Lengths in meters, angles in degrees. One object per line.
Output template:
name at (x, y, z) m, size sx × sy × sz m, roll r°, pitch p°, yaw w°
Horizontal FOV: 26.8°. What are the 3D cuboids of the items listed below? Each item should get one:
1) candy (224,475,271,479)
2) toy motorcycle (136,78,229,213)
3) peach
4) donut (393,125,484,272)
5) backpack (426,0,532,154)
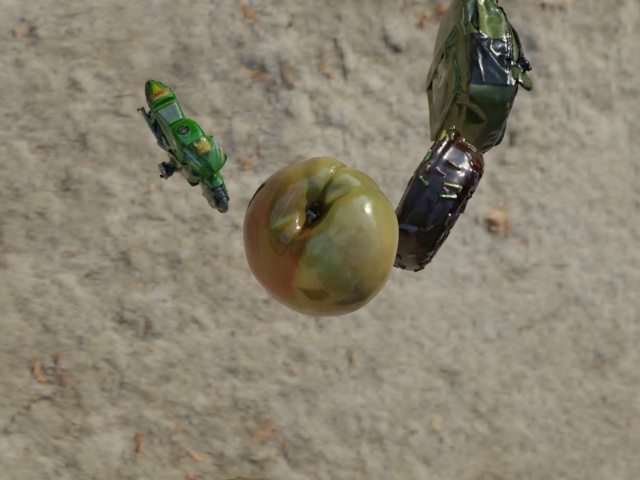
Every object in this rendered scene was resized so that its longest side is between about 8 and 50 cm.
candy at (-0.081, 0.393, 1.505) m, size 0.118 × 0.260 × 0.260 m, roll 0°, pitch 90°, yaw -53°
toy motorcycle at (-0.173, -0.119, 1.737) m, size 0.074 × 0.190 × 0.106 m, roll -29°, pitch 150°, yaw -18°
peach at (0.000, 0.000, 1.504) m, size 0.184 × 0.184 × 0.184 m, roll 0°, pitch 90°, yaw -39°
donut at (0.166, -0.055, 1.983) m, size 0.089 × 0.235 × 0.235 m, roll 30°, pitch 66°, yaw 7°
backpack at (0.249, -0.272, 2.143) m, size 0.140 × 0.207 × 0.253 m, roll 6°, pitch 60°, yaw -10°
